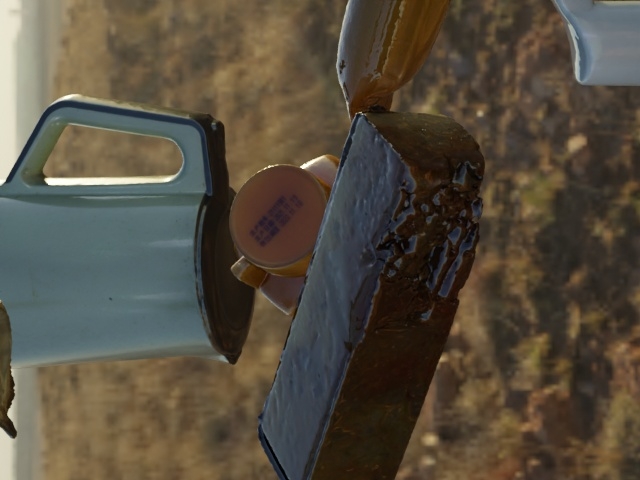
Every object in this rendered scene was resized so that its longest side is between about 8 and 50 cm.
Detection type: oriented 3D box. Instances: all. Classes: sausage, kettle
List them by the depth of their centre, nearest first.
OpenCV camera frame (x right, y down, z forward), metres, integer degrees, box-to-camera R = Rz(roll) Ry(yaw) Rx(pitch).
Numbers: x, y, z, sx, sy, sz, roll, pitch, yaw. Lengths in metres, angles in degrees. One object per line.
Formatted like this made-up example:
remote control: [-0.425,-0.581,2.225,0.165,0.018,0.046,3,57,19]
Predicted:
sausage: [0.078,-0.235,1.267,0.112,0.112,0.328,-111,35,-58]
kettle: [-0.292,-0.010,1.655,0.250,0.377,0.361,-35,-58,-73]

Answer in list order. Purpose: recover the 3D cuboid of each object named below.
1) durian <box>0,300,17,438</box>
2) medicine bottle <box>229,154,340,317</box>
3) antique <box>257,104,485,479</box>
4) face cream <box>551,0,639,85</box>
durian: [-0.276,0.099,0.963,0.071,0.110,0.140,18,143,40]
medicine bottle: [-0.001,-0.001,1.286,0.112,0.149,0.222,49,-173,23]
antique: [0.038,0.055,0.960,0.093,0.087,0.310,53,134,48]
face cream: [0.365,-0.161,1.051,0.145,0.370,0.145,1,-90,-90]
